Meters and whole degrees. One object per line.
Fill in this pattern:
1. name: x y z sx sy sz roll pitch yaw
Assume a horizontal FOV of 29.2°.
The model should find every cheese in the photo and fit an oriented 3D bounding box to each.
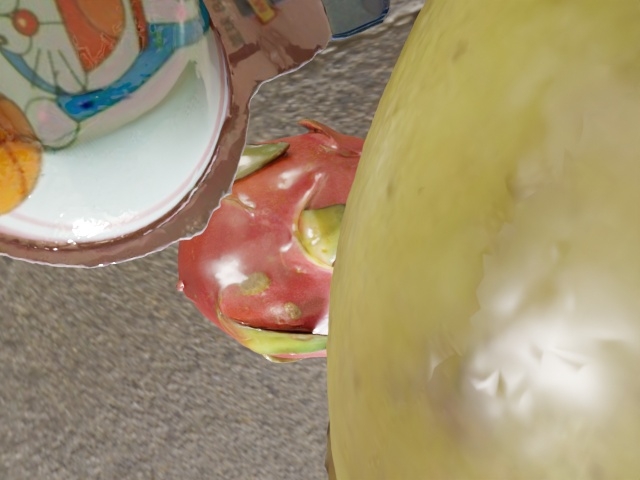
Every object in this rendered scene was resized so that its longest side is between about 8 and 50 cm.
1. cheese: -0.084 -0.091 0.521 0.286 0.074 0.188 -29 89 -36

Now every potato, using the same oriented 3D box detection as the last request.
1. potato: 0.216 -0.031 0.444 0.442 0.385 0.319 -42 148 -41

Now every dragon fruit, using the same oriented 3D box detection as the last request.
1. dragon fruit: -0.004 0.003 1.060 0.224 0.227 0.224 15 73 -59
